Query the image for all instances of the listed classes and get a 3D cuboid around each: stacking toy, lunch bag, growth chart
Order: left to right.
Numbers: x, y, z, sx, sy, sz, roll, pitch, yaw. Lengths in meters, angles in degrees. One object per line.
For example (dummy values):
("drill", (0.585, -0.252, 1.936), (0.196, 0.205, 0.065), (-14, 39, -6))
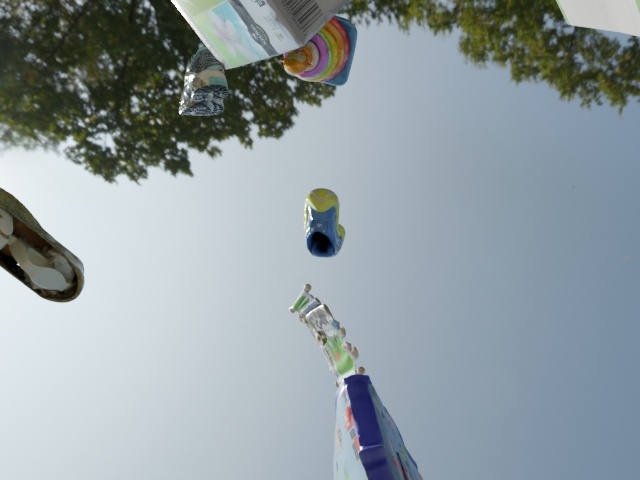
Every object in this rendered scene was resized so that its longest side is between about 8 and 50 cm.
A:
("stacking toy", (-0.029, -0.429, 1.305), (0.175, 0.302, 0.166), (15, -62, 7))
("growth chart", (0.012, 0.205, 1.220), (0.021, 0.172, 0.237), (-21, -114, -27))
("lunch bag", (0.072, 0.320, 0.679), (0.138, 0.293, 0.221), (-14, -139, 0))

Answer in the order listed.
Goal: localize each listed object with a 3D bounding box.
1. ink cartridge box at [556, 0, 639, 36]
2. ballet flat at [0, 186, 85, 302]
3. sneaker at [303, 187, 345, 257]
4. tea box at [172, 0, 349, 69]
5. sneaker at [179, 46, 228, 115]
("ink cartridge box", (0.509, -0.434, 0.983), (0.056, 0.171, 0.235), (-52, -140, 1))
("ballet flat", (-0.566, 0.004, 1.041), (0.123, 0.349, 0.123), (-16, -133, 19))
("sneaker", (0.000, 0.000, 1.214), (0.091, 0.240, 0.126), (2, -122, 10))
("tea box", (-0.143, -0.532, 1.054), (0.220, 0.329, 0.323), (-49, -151, -18))
("sneaker", (-0.292, -0.394, 1.425), (0.110, 0.283, 0.122), (-5, -93, -24))
